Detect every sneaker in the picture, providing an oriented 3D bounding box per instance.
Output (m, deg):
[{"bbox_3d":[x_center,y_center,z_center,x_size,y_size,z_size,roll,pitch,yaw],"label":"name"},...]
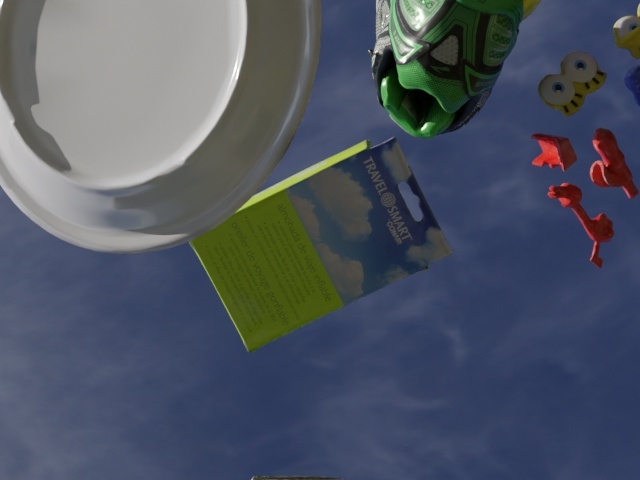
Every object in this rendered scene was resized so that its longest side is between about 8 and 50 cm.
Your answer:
[{"bbox_3d":[0.088,-0.160,1.416,0.134,0.343,0.146,28,-93,2],"label":"sneaker"}]

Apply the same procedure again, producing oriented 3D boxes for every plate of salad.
[{"bbox_3d":[-0.083,-0.092,0.776,0.048,0.200,0.199,6,-98,-62],"label":"plate of salad"}]

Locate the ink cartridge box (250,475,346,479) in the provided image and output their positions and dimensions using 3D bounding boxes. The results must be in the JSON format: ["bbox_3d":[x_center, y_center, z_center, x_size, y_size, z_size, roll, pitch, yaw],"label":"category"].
[{"bbox_3d":[-0.024,0.309,1.313,0.087,0.153,0.208,2,-51,-22],"label":"ink cartridge box"}]

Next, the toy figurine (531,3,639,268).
[{"bbox_3d":[0.382,-0.118,1.393,0.362,0.217,0.191,-35,-63,-22],"label":"toy figurine"}]

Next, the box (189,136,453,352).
[{"bbox_3d":[0.000,0.000,1.286,0.178,0.042,0.109,-26,-78,7],"label":"box"}]
